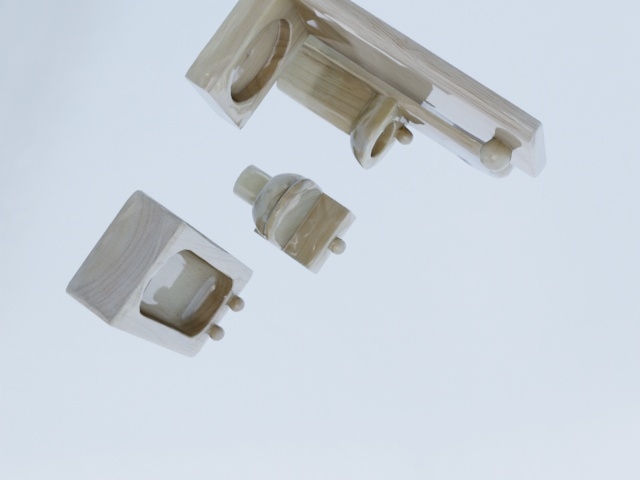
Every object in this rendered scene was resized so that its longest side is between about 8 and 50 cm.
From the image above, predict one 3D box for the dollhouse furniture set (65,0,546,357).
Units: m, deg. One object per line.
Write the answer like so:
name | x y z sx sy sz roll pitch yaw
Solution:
dollhouse furniture set | 0.000 0.000 0.544 0.151 0.123 0.144 -55 164 -3
